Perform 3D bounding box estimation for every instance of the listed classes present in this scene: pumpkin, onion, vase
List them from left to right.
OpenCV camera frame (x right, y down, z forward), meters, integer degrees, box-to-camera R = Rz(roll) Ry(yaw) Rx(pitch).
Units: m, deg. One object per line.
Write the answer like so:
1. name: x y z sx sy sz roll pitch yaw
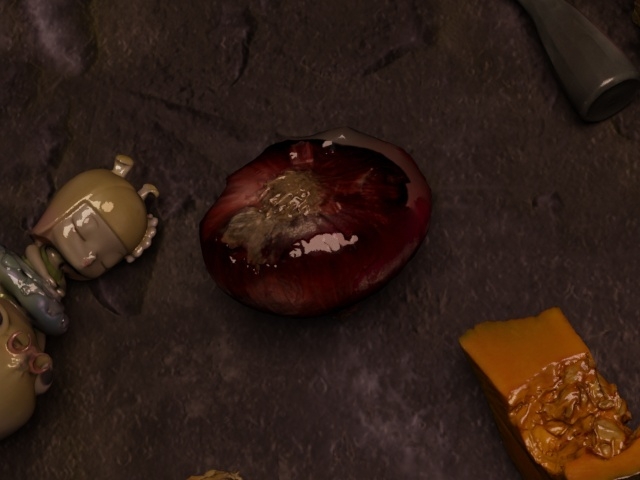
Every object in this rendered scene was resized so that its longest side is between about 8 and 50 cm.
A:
1. onion: 0.000 0.000 1.588 0.272 0.195 0.272 -8 35 6
2. pumpkin: 0.262 0.195 1.504 0.131 0.126 0.248 -26 53 -6
3. vase: 0.291 -0.246 1.659 0.086 0.086 0.214 -30 66 -1

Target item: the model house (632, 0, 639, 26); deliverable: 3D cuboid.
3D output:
1. model house: 0.452 -0.347 1.602 0.160 0.196 0.254 32 81 15

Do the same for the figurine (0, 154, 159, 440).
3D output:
1. figurine: -0.357 0.046 1.633 0.394 0.226 0.274 -46 43 -13

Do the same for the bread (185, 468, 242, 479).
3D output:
1. bread: -0.114 0.343 1.456 0.174 0.121 0.245 -35 26 -4
